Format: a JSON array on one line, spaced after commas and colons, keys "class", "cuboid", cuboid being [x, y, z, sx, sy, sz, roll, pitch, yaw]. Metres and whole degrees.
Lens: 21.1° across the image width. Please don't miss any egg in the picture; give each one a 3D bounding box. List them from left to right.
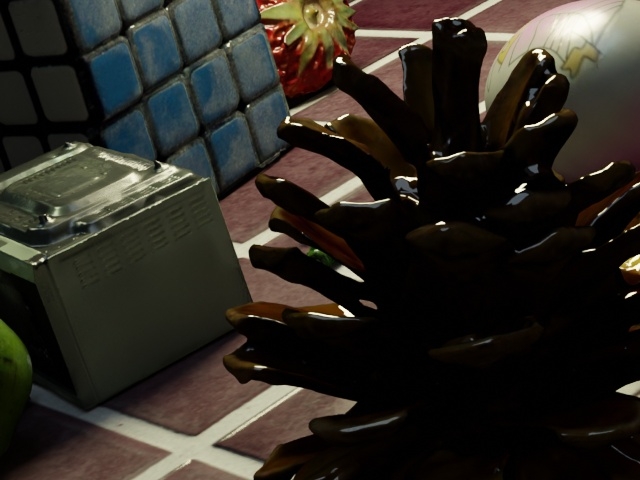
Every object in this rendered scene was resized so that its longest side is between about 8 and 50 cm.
[{"class": "egg", "cuboid": [0.274, -0.154, 1.751, 0.196, 0.196, 0.271, -25, 25, -19]}]

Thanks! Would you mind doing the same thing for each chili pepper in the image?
[{"class": "chili pepper", "cuboid": [0.008, -0.004, 1.809, 0.055, 0.035, 0.118, -2, 24, -7]}]

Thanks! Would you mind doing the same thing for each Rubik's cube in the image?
[{"class": "Rubik's cube", "cuboid": [-0.286, -0.202, 2.109, 0.344, 0.337, 0.344, 0, 26, 37]}]

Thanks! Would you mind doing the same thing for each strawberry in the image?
[{"class": "strawberry", "cuboid": [-0.069, -0.278, 2.397, 0.205, 0.205, 0.244, -35, 5, -38]}]

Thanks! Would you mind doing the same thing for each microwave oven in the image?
[{"class": "microwave oven", "cuboid": [-0.245, 0.017, 1.749, 0.237, 0.181, 0.295, -29, 24, -26]}]

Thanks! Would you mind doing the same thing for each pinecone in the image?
[{"class": "pinecone", "cuboid": [0.091, 0.026, 1.229, 0.384, 0.384, 0.384, -15, 21, 6]}]

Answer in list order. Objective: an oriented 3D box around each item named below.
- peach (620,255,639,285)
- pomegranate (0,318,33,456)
[{"class": "peach", "cuboid": [0.296, 0.013, 1.470, 0.127, 0.092, 0.172, -14, 33, 23]}, {"class": "pomegranate", "cuboid": [-0.344, 0.133, 1.578, 0.187, 0.187, 0.225, -10, -7, 18]}]
